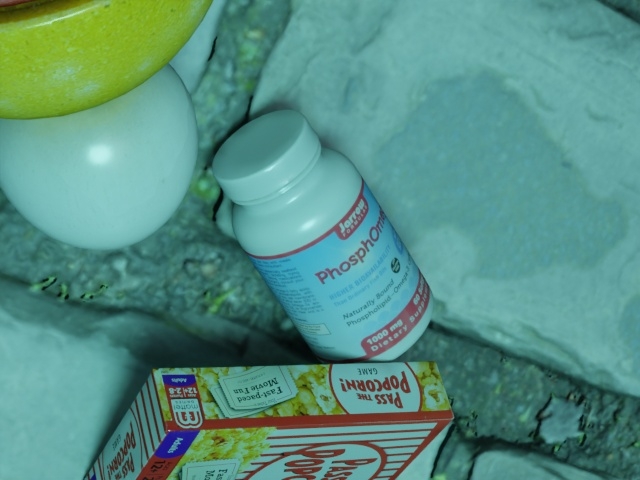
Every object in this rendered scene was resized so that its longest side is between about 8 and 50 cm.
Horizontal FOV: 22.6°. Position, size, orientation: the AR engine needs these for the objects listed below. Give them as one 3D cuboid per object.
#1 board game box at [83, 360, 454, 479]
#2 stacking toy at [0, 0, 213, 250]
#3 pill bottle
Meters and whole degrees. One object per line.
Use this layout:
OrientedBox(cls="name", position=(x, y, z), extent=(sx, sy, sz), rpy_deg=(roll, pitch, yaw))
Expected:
OrientedBox(cls="board game box", position=(-0.035, 0.131, 1.006), extent=(0.193, 0.045, 0.147), rpy_deg=(0, 146, -28))
OrientedBox(cls="stacking toy", position=(-0.155, -0.174, 0.769), extent=(0.350, 0.350, 0.480), rpy_deg=(-25, 134, -18))
OrientedBox(cls="pill bottle", position=(0.000, 0.000, 0.997), extent=(0.087, 0.087, 0.160), rpy_deg=(-39, 121, -10))
